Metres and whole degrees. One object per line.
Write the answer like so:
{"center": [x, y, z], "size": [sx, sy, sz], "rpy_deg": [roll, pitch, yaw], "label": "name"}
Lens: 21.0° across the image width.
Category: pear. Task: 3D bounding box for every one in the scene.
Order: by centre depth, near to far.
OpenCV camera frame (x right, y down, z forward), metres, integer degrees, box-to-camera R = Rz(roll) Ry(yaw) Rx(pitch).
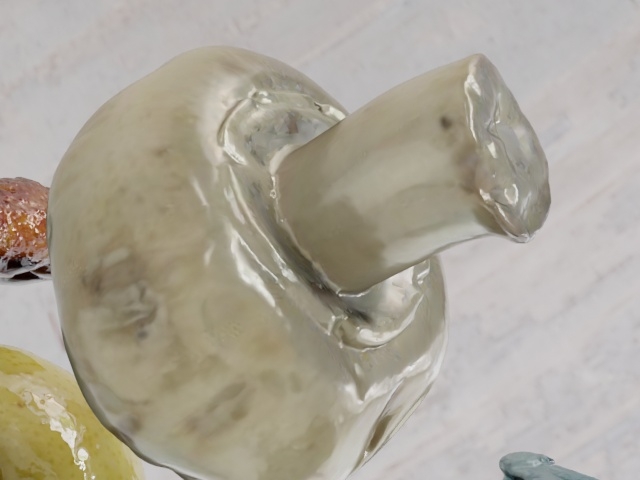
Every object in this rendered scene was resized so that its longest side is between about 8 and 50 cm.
{"center": [-0.292, 0.232, 1.418], "size": [0.309, 0.309, 0.309], "rpy_deg": [-12, 130, -14], "label": "pear"}

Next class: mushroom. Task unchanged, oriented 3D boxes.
{"center": [0.000, 0.000, 1.103], "size": [0.336, 0.314, 0.314], "rpy_deg": [-25, 139, 36], "label": "mushroom"}

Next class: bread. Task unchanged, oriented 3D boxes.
{"center": [-0.275, -0.014, 1.450], "size": [0.139, 0.095, 0.269], "rpy_deg": [-5, 170, 25], "label": "bread"}

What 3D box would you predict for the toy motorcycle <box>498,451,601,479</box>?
{"center": [0.183, 0.287, 1.672], "size": [0.206, 0.260, 0.154], "rpy_deg": [-13, 98, -55], "label": "toy motorcycle"}
